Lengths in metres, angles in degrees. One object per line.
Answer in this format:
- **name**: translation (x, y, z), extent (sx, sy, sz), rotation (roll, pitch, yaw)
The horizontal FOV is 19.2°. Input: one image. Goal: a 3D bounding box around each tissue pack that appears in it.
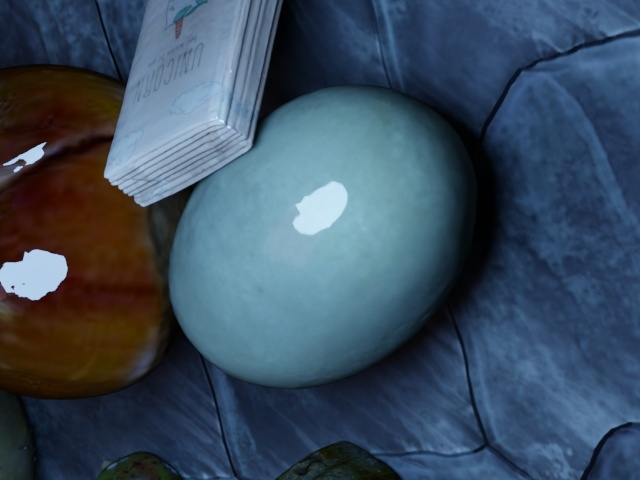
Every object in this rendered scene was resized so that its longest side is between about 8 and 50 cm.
- **tissue pack**: translation (-0.111, -0.204, 1.832), extent (0.170, 0.071, 0.325), rotation (-23, 45, 40)

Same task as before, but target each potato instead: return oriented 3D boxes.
- **potato**: translation (-0.434, 0.223, 2.291), extent (0.165, 0.165, 0.262), rotation (-40, 84, 38)

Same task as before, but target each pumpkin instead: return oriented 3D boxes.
- **pumpkin**: translation (-0.015, 0.333, 2.004), extent (0.131, 0.126, 0.248), rotation (37, 124, 27)

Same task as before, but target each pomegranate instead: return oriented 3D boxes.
- **pomegranate**: translation (-0.215, 0.291, 2.171), extent (0.142, 0.114, 0.115), rotation (-146, 53, -60)

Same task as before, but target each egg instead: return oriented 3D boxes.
- **egg**: translation (0.000, 0.000, 1.810), extent (0.258, 0.258, 0.352), rotation (51, 129, 15)

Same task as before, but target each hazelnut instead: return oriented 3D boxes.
- **hazelnut**: translation (-0.289, -0.004, 1.981), extent (0.372, 0.372, 0.315), rotation (52, 147, 14)
